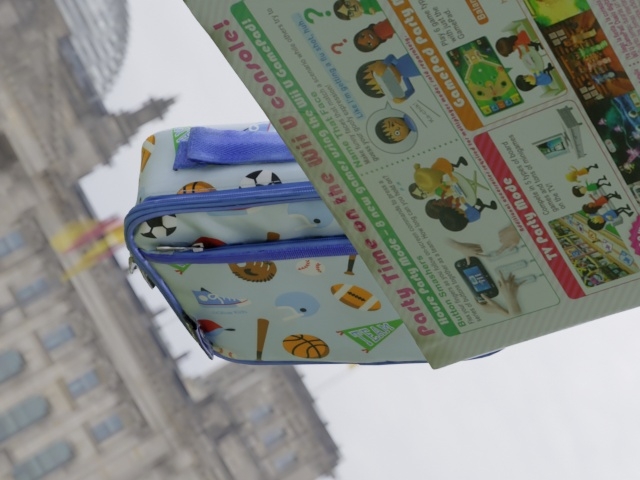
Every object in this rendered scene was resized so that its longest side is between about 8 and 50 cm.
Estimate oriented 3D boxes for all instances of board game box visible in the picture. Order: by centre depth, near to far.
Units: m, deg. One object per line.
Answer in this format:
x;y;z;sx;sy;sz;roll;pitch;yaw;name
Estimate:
0.130;-0.089;0.611;0.303;0.097;0.224;-20;-62;29;board game box

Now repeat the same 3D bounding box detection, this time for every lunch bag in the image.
0.000;0.000;1.141;0.243;0.303;0.115;64;27;-51;lunch bag
